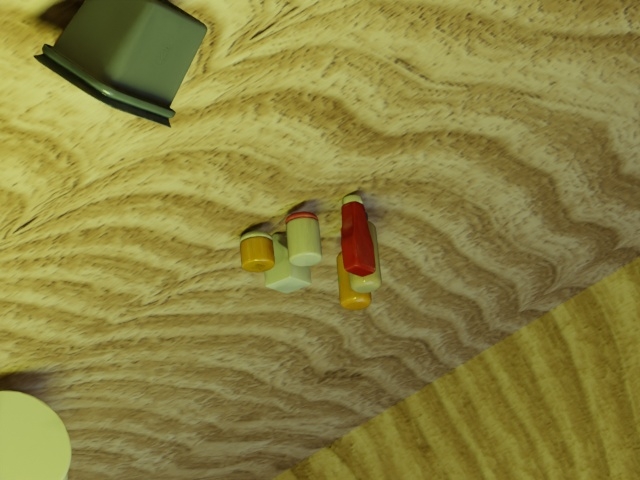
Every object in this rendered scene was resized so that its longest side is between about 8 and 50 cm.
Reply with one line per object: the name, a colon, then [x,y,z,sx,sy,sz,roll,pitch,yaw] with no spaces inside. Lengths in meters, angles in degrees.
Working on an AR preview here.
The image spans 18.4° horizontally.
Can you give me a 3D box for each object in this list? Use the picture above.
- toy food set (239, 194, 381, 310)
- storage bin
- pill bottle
toy food set: [0.000,0.000,2.363,0.111,0.104,0.232,-23,151,36]
storage bin: [-0.157,-0.159,1.594,0.091,0.098,0.135,-59,158,5]
pill bottle: [-0.419,0.314,2.418,0.188,0.188,0.334,-17,160,-33]
